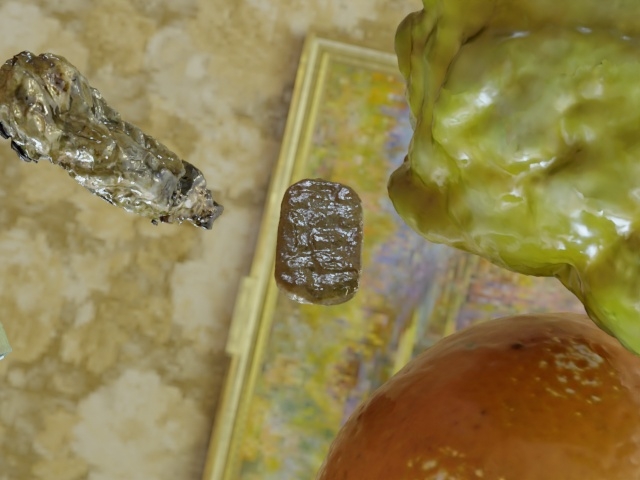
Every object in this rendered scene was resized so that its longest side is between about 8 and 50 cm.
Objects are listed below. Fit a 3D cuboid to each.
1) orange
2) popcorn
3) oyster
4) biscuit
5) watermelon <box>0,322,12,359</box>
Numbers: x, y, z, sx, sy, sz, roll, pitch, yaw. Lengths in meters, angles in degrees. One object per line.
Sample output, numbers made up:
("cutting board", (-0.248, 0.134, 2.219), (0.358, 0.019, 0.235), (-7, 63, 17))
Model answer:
("orange", (0.180, 0.265, 1.060), (0.326, 0.424, 0.424), (23, -75, 45))
("popcorn", (0.222, -0.107, 0.943), (0.292, 0.294, 0.334), (46, -63, 54))
("oyster", (-0.223, -0.103, 1.537), (0.079, 0.345, 0.128), (-21, -130, 35))
("biscuit", (0.000, 0.000, 1.111), (0.147, 0.071, 0.018), (-86, -175, -45))
("watermelon", (-0.459, 0.108, 1.393), (0.257, 0.193, 0.139), (-24, 93, -83))
